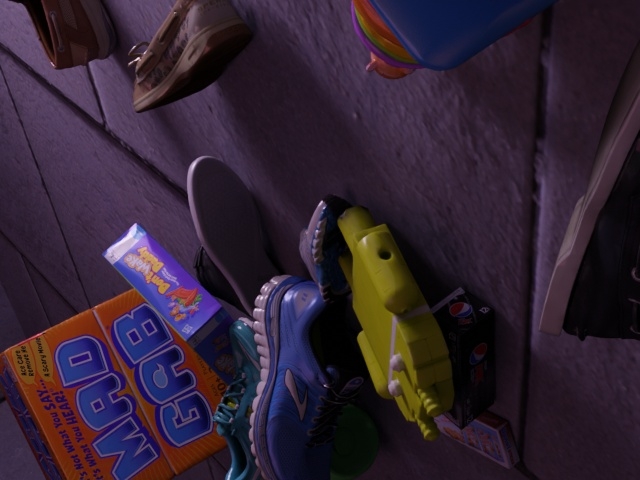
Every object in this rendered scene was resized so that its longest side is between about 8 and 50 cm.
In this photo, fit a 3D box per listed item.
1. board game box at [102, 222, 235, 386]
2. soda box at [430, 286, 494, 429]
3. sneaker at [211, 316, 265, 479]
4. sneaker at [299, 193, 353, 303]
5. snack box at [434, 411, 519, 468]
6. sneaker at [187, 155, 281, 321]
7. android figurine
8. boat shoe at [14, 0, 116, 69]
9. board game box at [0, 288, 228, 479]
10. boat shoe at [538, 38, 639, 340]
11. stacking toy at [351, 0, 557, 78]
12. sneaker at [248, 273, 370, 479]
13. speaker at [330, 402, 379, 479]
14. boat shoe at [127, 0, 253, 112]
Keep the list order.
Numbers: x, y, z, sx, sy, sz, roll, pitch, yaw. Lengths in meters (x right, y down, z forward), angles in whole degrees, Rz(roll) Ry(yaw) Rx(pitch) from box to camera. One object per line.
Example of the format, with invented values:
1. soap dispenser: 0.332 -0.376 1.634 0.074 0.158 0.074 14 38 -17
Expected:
1. board game box: -0.202 0.141 1.748 0.233 0.078 0.347 41 169 32
2. soda box: 0.163 0.137 1.199 0.053 0.060 0.169 36 147 37
3. sneaker: -0.109 0.254 1.573 0.107 0.110 0.275 7 105 62
4. sneaker: 0.000 0.000 1.333 0.083 0.071 0.191 49 155 31
5. snack box: 0.179 0.231 1.331 0.178 0.022 0.064 20 136 53
6. sneaker: -0.157 -0.002 1.573 0.147 0.104 0.296 17 139 48
7. android figurine: 0.084 0.099 1.203 0.248 0.056 0.273 89 162 -57
8. boat shoe: -0.437 -0.411 1.587 0.324 0.116 0.123 61 156 -8
9. board game box: -0.411 0.312 2.094 0.356 0.356 0.356 64 156 -1
10. boat shoe: 0.253 -0.030 0.772 0.113 0.127 0.340 18 136 11
11. stacking toy: 0.086 -0.201 0.861 0.166 0.175 0.302 55 170 5
12. sneaker: -0.011 0.216 1.450 0.147 0.130 0.330 2 98 35
13. speaker: -0.021 0.326 1.685 0.131 0.131 0.296 59 153 -5
14. boat shoe: -0.179 -0.244 1.343 0.285 0.104 0.089 -25 93 56
